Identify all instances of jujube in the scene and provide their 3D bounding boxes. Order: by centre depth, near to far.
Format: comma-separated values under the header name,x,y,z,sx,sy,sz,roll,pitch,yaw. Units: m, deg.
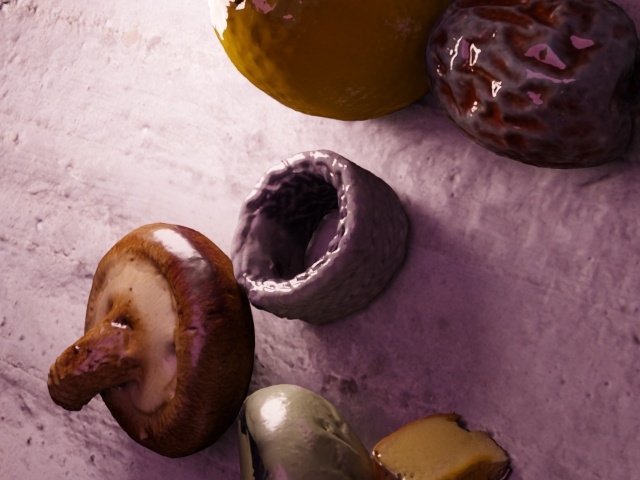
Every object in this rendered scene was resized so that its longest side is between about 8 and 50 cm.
name,x,y,z,sx,sy,sz,roll,pitch,yaw
jujube,0.278,-0.226,1.875,0.308,0.215,0.246,14,85,37

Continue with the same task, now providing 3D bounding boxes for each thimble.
name,x,y,z,sx,sy,sz,roll,pitch,yaw
thimble,0.000,0.000,2.042,0.245,0.157,0.217,-52,53,10

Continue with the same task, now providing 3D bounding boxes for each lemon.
name,x,y,z,sx,sy,sz,roll,pitch,yaw
lemon,0.004,-0.340,2.016,0.364,0.364,0.364,-10,72,32

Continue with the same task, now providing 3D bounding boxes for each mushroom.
name,x,y,z,sx,sy,sz,roll,pitch,yaw
mushroom,-0.227,0.141,2.121,0.345,0.239,0.345,5,103,23

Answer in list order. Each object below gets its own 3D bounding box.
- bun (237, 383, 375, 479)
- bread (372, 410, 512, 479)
name,x,y,z,sx,sy,sz,roll,pitch,yaw
bun,-0.008,0.336,1.932,0.187,0.293,0.293,-4,71,-8
bread,0.162,0.323,1.910,0.160,0.169,0.140,-35,50,-27
